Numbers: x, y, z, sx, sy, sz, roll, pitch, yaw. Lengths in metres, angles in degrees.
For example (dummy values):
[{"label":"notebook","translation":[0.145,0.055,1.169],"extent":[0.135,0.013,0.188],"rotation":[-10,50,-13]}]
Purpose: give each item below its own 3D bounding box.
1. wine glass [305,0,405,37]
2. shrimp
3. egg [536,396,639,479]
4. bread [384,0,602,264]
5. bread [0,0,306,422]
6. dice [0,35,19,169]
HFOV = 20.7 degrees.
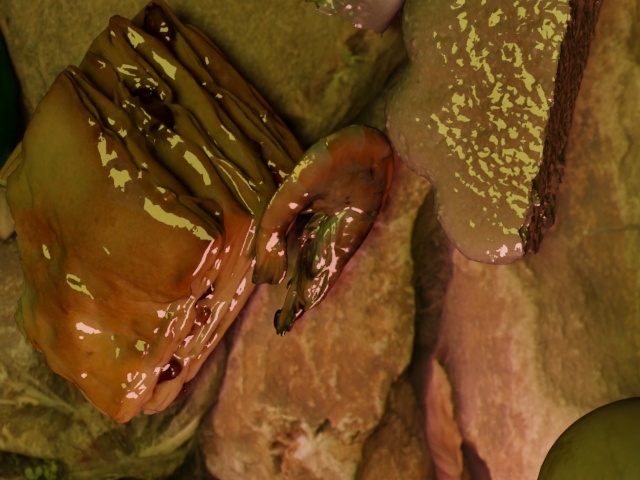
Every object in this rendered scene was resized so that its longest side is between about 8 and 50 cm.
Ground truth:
[{"label":"wine glass","translation":[0.061,-0.303,1.676],"extent":[0.111,0.111,0.204],"rotation":[31,105,21]},{"label":"shrimp","translation":[-0.010,-0.002,1.727],"extent":[0.059,0.145,0.254],"rotation":[46,114,33]},{"label":"egg","translation":[0.322,0.274,1.551],"extent":[0.295,0.218,0.218],"rotation":[45,113,1]},{"label":"bread","translation":[0.158,-0.152,1.653],"extent":[0.183,0.102,0.337],"rotation":[19,106,27]},{"label":"bread","translation":[-0.207,-0.024,1.801],"extent":[0.314,0.191,0.370],"rotation":[46,114,15]},{"label":"dice","translation":[-0.522,-0.160,1.890],"extent":[0.297,0.287,0.300],"rotation":[-21,86,28]}]
